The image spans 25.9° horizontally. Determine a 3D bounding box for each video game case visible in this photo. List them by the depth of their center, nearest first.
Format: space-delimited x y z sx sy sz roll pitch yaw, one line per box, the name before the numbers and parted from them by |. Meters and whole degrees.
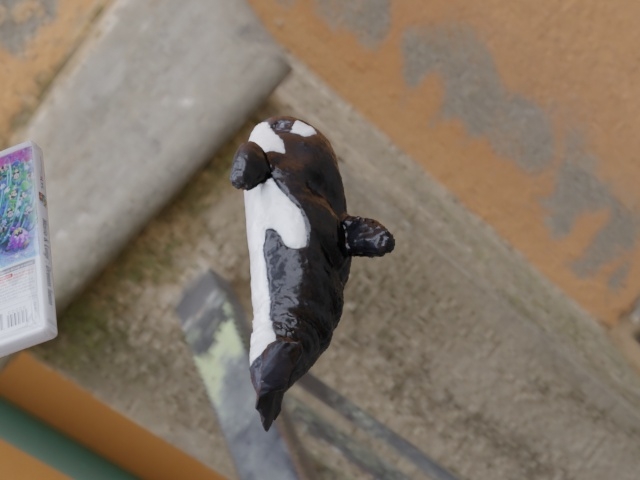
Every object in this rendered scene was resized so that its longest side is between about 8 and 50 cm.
video game case | -0.245 0.022 0.896 0.157 0.019 0.143 -20 58 14

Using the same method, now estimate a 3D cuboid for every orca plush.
orca plush | 0.000 0.000 1.013 0.102 0.151 0.287 -12 27 10
